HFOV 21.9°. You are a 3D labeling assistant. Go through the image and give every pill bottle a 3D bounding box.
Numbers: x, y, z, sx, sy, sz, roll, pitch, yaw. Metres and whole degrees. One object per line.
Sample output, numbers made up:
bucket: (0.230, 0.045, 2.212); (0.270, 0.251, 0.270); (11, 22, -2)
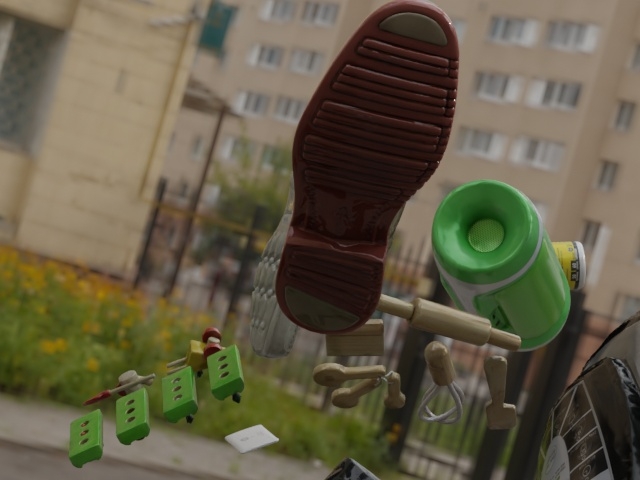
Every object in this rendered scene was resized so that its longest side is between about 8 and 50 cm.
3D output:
pill bottle: (0.288, 0.035, 2.191); (0.116, 0.065, 0.065); (-3, 0, -2)

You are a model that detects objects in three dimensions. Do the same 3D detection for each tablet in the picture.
tablet: (-0.092, 0.263, 2.197); (0.054, 0.006, 0.083); (-18, 13, -16)

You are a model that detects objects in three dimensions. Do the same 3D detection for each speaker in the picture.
speaker: (0.210, 0.035, 1.897); (0.131, 0.131, 0.296); (16, -15, 21)

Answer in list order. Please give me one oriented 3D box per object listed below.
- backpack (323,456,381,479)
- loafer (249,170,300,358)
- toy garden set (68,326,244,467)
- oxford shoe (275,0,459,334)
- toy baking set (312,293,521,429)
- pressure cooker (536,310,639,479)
backpack: (-0.016, 0.500, 2.052); (0.273, 0.355, 0.290); (41, -26, 38)
loafer: (0.000, 0.000, 2.052); (0.111, 0.319, 0.112); (20, -2, -21)
toy garden set: (-0.213, 0.212, 2.208); (0.244, 0.049, 0.204); (-25, 20, 2)
oxford shoe: (0.035, -0.082, 1.440); (0.123, 0.348, 0.130); (18, 39, -4)
toy baking set: (0.110, 0.128, 1.706); (0.256, 0.030, 0.197); (14, -38, -16)
pressure cooker: (0.369, 0.279, 1.362); (0.375, 0.420, 0.370); (-19, -58, 28)
